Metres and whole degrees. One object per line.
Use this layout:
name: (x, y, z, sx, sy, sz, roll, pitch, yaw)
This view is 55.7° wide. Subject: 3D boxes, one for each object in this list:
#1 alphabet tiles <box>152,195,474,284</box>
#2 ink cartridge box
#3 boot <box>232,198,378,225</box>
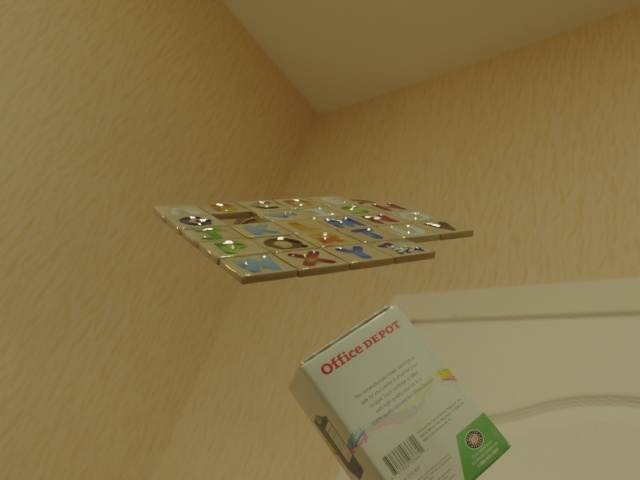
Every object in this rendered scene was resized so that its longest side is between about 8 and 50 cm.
alphabet tiles: (0.003, -0.012, 0.512, 0.237, 0.009, 0.198, -6, 18, -30)
ink cartridge box: (0.086, 0.205, 0.713, 0.212, 0.154, 0.093, 52, -29, 18)
boot: (0.000, 0.000, 1.094, 0.305, 0.115, 0.112, -8, -63, -16)
